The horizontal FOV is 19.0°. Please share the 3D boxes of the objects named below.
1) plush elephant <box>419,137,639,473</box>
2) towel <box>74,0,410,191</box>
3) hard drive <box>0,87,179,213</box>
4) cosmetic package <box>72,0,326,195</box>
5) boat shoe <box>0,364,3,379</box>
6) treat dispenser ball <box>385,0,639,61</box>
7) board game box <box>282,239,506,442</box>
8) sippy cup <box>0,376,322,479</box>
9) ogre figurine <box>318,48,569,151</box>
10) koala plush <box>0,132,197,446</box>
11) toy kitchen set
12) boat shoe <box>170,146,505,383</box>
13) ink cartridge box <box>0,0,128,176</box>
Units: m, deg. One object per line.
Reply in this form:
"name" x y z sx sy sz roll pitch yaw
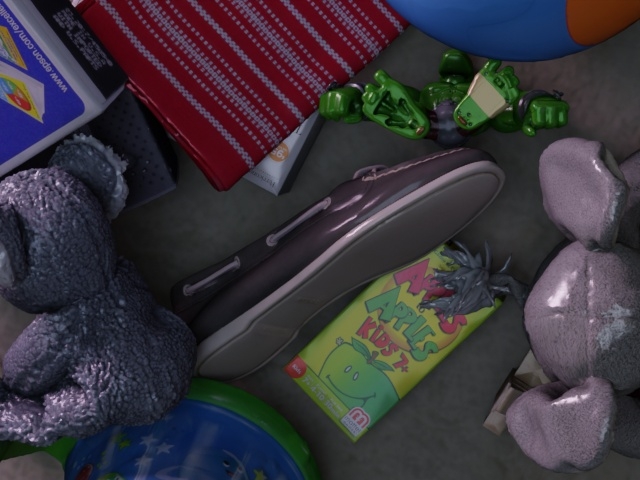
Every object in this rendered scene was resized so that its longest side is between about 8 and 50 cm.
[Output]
"plush elephant" 0.252 0.055 1.509 0.330 0.255 0.271 2 96 -2
"towel" -0.049 -0.197 1.599 0.275 0.031 0.199 -43 101 -14
"hard drive" -0.254 -0.087 1.667 0.255 0.054 0.172 -17 107 25
"cosmetic package" -0.115 -0.137 1.672 0.239 0.060 0.099 28 101 6
"boat shoe" -0.329 0.119 1.748 0.137 0.049 0.043 44 144 0
"treat dispenser ball" 0.157 -0.284 1.494 0.288 0.288 0.288 1 97 10
"board game box" 0.064 0.081 1.675 0.181 0.043 0.092 -44 88 11
"sippy cup" -0.130 0.267 1.605 0.306 0.224 0.240 -3 116 14
"ogre figurine" 0.106 -0.111 1.609 0.197 0.118 0.096 -17 89 10
"koala plush" -0.210 0.037 1.575 0.203 0.196 0.221 6 118 37
"toy kitchen set" 0.190 0.144 1.648 0.075 0.068 0.083 32 101 5
"boat shoe" 0.000 0.000 1.625 0.335 0.112 0.095 -35 62 21
"ink cartridge box" -0.357 -0.175 1.576 0.307 0.072 0.303 -26 109 37
